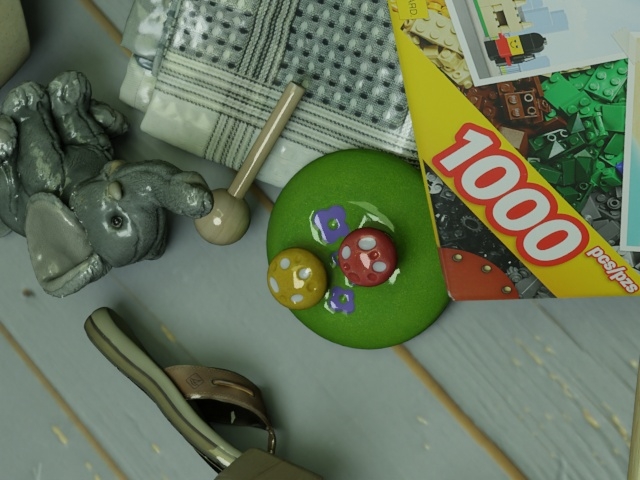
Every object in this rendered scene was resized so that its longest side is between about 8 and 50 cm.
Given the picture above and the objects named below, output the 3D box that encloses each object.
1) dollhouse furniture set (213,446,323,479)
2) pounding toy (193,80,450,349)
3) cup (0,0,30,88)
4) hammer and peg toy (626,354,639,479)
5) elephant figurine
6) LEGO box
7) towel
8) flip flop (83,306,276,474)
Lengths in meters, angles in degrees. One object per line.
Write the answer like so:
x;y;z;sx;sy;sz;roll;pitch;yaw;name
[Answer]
0.016;0.425;1.240;0.394;0.256;0.362;23;103;10;dollhouse furniture set
0.000;0.000;1.394;0.237;0.110;0.183;40;113;10;pounding toy
-0.409;-0.220;1.502;0.237;0.331;0.331;-17;76;-13;cup
0.386;0.201;1.272;0.361;0.127;0.265;-8;79;15;hammer and peg toy
-0.205;-0.027;1.456;0.169;0.186;0.239;-41;64;-7;elephant figurine
0.248;-0.206;1.192;0.373;0.500;0.193;-3;37;17;LEGO box
-0.023;-0.204;1.451;0.324;0.056;0.312;25;108;19;towel
-0.102;0.144;1.447;0.080;0.112;0.277;-44;67;-9;flip flop
